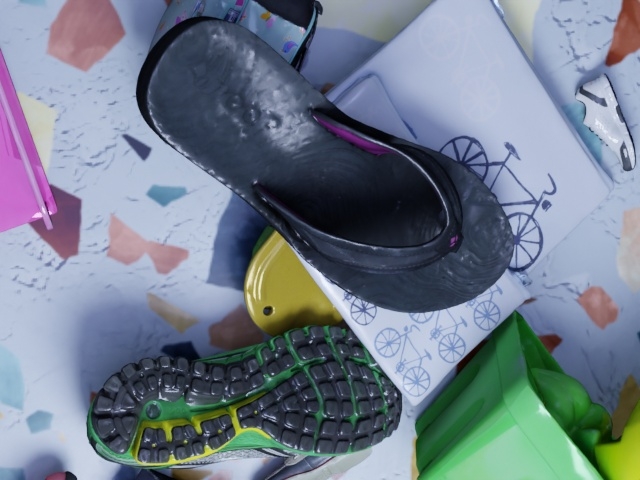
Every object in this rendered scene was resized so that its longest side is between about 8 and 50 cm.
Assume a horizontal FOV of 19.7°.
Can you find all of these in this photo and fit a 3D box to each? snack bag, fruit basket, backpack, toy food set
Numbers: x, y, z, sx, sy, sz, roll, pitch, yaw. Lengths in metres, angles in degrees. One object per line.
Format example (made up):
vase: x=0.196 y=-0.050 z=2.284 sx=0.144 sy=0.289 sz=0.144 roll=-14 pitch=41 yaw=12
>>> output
snack bag: x=0.126 y=-0.054 z=1.884 sx=0.342 sy=0.037 sz=0.323 roll=-42 pitch=114 yaw=-14
fruit basket: x=0.324 y=0.235 z=1.889 sx=0.392 sy=0.283 sz=0.392 roll=1 pitch=108 yaw=2
backpack: x=-0.098 y=-0.169 z=1.815 sx=0.144 sy=0.166 sz=0.188 roll=18 pitch=94 yaw=-16
toy food set: x=0.000 y=0.000 z=1.912 sx=0.128 sy=0.071 sz=0.218 roll=41 pitch=89 yaw=-29

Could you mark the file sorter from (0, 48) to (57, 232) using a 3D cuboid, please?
file sorter: x=-0.420 y=-0.063 z=1.768 sx=0.290 sy=0.182 sz=0.202 roll=-20 pitch=102 yaw=-7

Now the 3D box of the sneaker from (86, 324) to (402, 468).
sneaker: x=-0.078 y=0.165 z=1.898 sx=0.343 sy=0.146 sz=0.134 roll=-1 pitch=79 yaw=-20

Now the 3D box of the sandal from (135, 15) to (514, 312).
sandal: x=0.020 y=-0.049 z=1.750 sx=0.445 sy=0.107 sz=0.168 roll=30 pitch=90 yaw=-30

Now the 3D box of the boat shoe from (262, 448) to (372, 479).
boat shoe: x=-0.013 y=0.237 z=1.957 sx=0.137 sy=0.049 sz=0.043 roll=-28 pitch=60 yaw=-2

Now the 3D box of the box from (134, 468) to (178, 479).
box: x=-0.151 y=0.343 z=1.880 sx=0.156 sy=0.158 sz=0.093 roll=-57 pitch=143 yaw=2

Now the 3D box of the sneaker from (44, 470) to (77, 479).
sneaker: x=-0.367 y=0.351 z=1.875 sx=0.136 sy=0.116 sz=0.314 roll=37 pitch=91 yaw=-12

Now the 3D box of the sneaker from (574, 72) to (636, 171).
sneaker: x=0.305 y=-0.122 z=1.965 sx=0.043 sy=0.040 sz=0.109 roll=-22 pitch=98 yaw=11
